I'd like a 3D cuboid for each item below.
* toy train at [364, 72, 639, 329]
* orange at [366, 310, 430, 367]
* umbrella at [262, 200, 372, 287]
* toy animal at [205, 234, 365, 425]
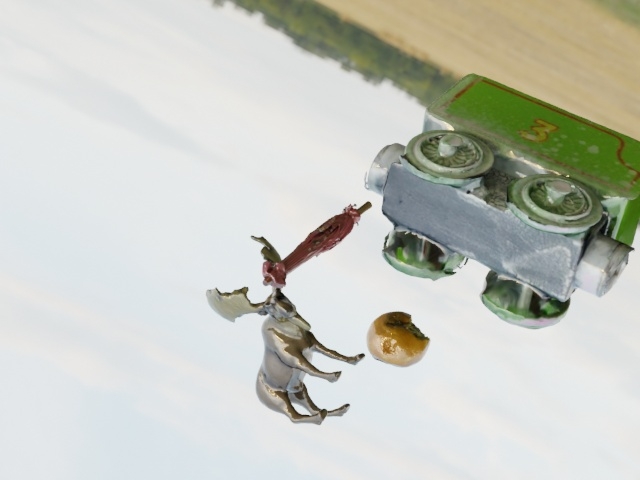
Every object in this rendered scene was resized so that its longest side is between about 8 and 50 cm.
[{"bbox_3d":[0.220,-0.046,1.514,0.307,0.173,0.249,26,-139,24],"label":"toy train"},{"bbox_3d":[0.101,0.130,1.790,0.086,0.086,0.062,33,151,33],"label":"orange"},{"bbox_3d":[0.000,0.000,1.257,0.025,0.027,0.165,2,-151,41],"label":"umbrella"},{"bbox_3d":[-0.046,0.116,1.572,0.186,0.214,0.093,32,-140,23],"label":"toy animal"}]
